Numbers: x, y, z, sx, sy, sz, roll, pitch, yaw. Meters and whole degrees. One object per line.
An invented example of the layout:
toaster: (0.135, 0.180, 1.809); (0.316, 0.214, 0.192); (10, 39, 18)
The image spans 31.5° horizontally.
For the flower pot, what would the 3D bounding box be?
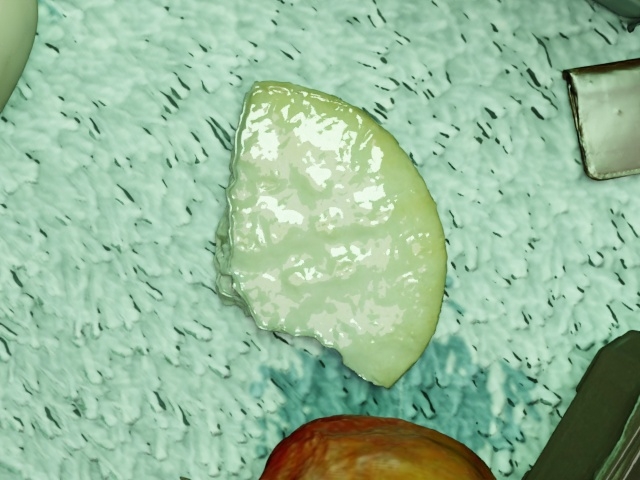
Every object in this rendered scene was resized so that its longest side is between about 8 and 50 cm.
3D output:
flower pot: (0.232, 0.174, 0.874); (0.179, 0.084, 0.251); (20, 101, -44)

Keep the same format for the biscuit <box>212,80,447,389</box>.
biscuit: (0.000, 0.000, 0.892); (0.188, 0.040, 0.265); (-29, 98, 3)

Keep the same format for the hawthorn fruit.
hawthorn fruit: (0.008, 0.221, 0.854); (0.243, 0.207, 0.207); (16, 99, 6)

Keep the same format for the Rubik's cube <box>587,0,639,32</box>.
Rubik's cube: (0.165, -0.358, 0.676); (0.346, 0.347, 0.344); (26, 98, -5)

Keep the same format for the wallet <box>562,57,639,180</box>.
wallet: (0.283, -0.103, 0.879); (0.176, 0.026, 0.095); (-12, 94, 0)

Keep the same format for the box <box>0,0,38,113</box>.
box: (-0.298, -0.139, 0.844); (0.146, 0.088, 0.200); (31, 100, -6)
